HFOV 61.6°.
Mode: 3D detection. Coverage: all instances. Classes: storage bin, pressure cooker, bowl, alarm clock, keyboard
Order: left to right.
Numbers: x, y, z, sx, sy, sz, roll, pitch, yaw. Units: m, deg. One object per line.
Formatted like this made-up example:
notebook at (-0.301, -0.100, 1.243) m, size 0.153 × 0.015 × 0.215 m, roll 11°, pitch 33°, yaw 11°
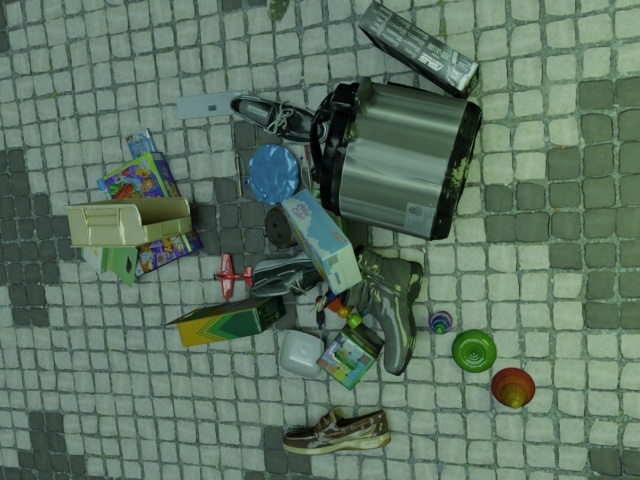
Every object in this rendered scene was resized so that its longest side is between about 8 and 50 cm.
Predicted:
storage bin at (-0.561, -0.060, 1.600) m, size 0.260 × 0.262 × 0.123 m, roll 0°, pitch 98°, yaw 17°
keyboard at (-0.342, -0.429, 1.698) m, size 0.255 × 0.014 × 0.072 m, roll -1°, pitch 102°, yaw 18°
alarm clock at (-0.100, -0.049, 1.620) m, size 0.192 × 0.064 × 0.130 m, roll -31°, pitch 79°, yaw 38°
bowl at (-0.055, 0.352, 1.696) m, size 0.141 × 0.053 × 0.142 m, roll 15°, pitch 103°, yaw 14°
pressure cooker at (0.171, -0.215, 1.380) m, size 0.419 × 0.375 × 0.370 m, roll 15°, pitch 105°, yaw 14°

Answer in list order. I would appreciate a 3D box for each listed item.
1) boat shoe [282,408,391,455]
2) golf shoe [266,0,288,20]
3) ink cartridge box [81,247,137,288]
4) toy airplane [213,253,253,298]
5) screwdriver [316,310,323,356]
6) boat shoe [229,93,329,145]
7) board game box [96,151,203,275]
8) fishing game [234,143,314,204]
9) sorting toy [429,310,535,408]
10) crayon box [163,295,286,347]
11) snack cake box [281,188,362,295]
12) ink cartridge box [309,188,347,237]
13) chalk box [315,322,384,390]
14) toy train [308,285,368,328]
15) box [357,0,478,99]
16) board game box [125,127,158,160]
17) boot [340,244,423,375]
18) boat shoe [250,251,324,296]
boat shoe at (0.043, 0.585, 1.671) m, size 0.341 × 0.123 × 0.123 m, roll -9°, pitch 87°, yaw 14°
golf shoe at (-0.139, -0.738, 1.576) m, size 0.086 × 0.069 × 0.176 m, roll 19°, pitch 106°, yaw 41°
ink cartridge box at (-0.714, 0.041, 1.802) m, size 0.235 × 0.056 × 0.171 m, roll 37°, pitch 125°, yaw 26°
toy airplane at (-0.281, 0.115, 1.745) m, size 0.151 × 0.028 × 0.151 m, roll 3°, pitch 100°, yaw 16°
screwdriver at (-0.001, 0.287, 1.643) m, size 0.024 × 0.025 × 0.170 m, roll -7°, pitch 60°, yaw 10°
boat shoe at (-0.121, -0.362, 1.586) m, size 0.306 × 0.105 × 0.113 m, roll 26°, pitch 105°, yaw 8°
board game box at (-0.566, -0.087, 1.778) m, size 0.233 × 0.078 × 0.347 m, roll -24°, pitch 90°, yaw 19°
fishing game at (-0.142, -0.202, 1.654) m, size 0.263 × 0.041 × 0.189 m, roll -6°, pitch 95°, yaw 26°
sorting toy at (0.448, 0.347, 1.503) m, size 0.365 × 0.126 × 0.127 m, roll 43°, pitch 107°, yaw 6°
crayon box at (-0.294, 0.250, 1.677) m, size 0.322 × 0.203 × 0.083 m, roll -12°, pitch 94°, yaw 19°
snack cake box at (0.000, 0.000, 1.439) m, size 0.089 × 0.152 × 0.264 m, roll -29°, pitch 46°, yaw -8°
ink cartridge box at (0.018, -0.052, 1.612) m, size 0.108 × 0.062 × 0.210 m, roll -3°, pitch 96°, yaw 18°
chalk box at (0.084, 0.334, 1.566) m, size 0.132 × 0.213 × 0.132 m, roll 39°, pitch 107°, yaw 9°
toy train at (0.062, 0.198, 1.540) m, size 0.143 × 0.248 × 0.105 m, roll 49°, pitch 126°, yaw -2°
box at (0.262, -0.479, 1.384) m, size 0.307 × 0.242 × 0.077 m, roll 36°, pitch 106°, yaw 9°
board game box at (-0.595, -0.316, 1.786) m, size 0.090 × 0.020 × 0.090 m, roll -20°, pitch 91°, yaw 17°
boot at (0.153, 0.195, 1.501) m, size 0.222 × 0.118 × 0.339 m, roll 13°, pitch 75°, yaw -20°
boat shoe at (-0.066, 0.115, 1.601) m, size 0.335 × 0.121 × 0.119 m, roll -14°, pitch 49°, yaw 34°
